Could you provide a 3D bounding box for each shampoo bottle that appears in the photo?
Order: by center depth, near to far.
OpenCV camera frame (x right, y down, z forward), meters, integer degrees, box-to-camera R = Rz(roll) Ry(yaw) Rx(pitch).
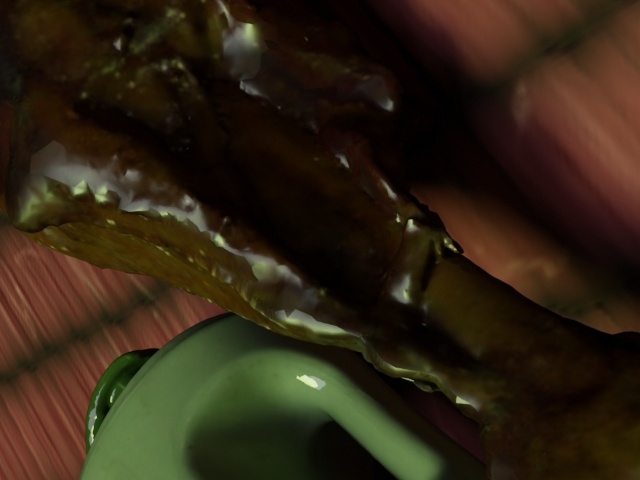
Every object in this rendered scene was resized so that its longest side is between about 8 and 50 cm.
[{"bbox_3d":[-0.004,0.090,0.427,0.234,0.087,0.118,34,100,50],"label":"shampoo bottle"}]

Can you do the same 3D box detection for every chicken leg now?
[{"bbox_3d":[0.000,0.000,0.391,0.304,0.113,0.093,40,151,37],"label":"chicken leg"}]
